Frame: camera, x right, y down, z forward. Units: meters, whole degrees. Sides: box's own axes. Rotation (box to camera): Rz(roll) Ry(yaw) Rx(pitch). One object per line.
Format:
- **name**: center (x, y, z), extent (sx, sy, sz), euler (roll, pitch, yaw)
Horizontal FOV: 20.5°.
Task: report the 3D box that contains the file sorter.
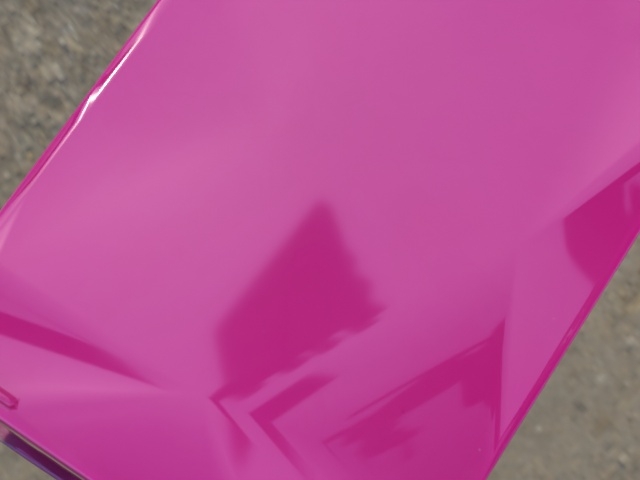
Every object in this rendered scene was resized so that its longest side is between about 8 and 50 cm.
- **file sorter**: center (0.000, 0.000, 0.747), extent (0.202, 0.182, 0.291), euler (34, 74, 1)
